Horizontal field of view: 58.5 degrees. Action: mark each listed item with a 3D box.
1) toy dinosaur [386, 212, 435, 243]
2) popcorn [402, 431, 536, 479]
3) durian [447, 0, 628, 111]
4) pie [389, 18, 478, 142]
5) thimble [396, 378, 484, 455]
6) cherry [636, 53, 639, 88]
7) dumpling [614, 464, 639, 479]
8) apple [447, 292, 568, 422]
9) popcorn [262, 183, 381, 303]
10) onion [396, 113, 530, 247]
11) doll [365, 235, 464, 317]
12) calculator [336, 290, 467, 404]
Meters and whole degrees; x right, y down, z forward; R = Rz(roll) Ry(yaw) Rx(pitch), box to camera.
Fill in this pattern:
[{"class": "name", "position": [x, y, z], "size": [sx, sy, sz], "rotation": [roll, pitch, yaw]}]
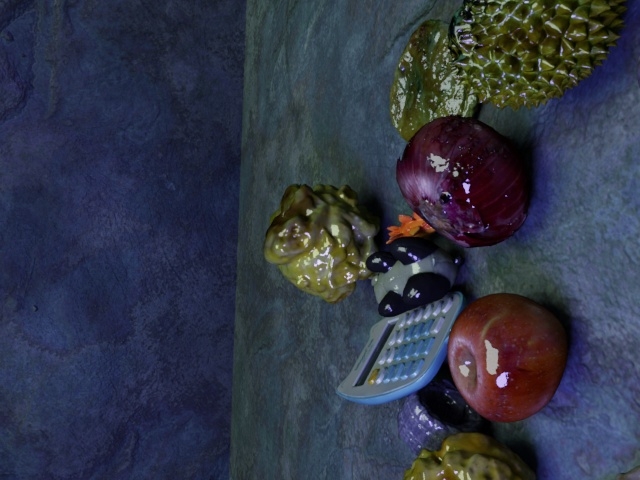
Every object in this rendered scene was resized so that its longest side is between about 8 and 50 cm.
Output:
[{"class": "toy dinosaur", "position": [0.199, -0.018, 1.217], "size": [0.288, 0.117, 0.070], "rotation": [-49, 45, 52]}, {"class": "popcorn", "position": [0.251, 0.466, 0.964], "size": [0.252, 0.215, 0.286], "rotation": [28, 126, 23]}, {"class": "durian", "position": [0.318, -0.325, 0.849], "size": [0.291, 0.224, 0.291], "rotation": [-60, 1, 1]}, {"class": "pie", "position": [0.231, -0.318, 1.207], "size": [0.277, 0.078, 0.277], "rotation": [180, 90, -68]}, {"class": "thimble", "position": [0.229, 0.344, 1.094], "size": [0.150, 0.150, 0.098], "rotation": [-121, 43, -51]}, {"class": "cherry", "position": [0.447, -0.190, 0.626], "size": [0.176, 0.140, 0.176], "rotation": [47, 151, 36]}, {"class": "dumpling", "position": [0.434, 0.293, 0.649], "size": [0.332, 0.086, 0.166], "rotation": [-32, 49, 48]}, {"class": "apple", "position": [0.304, 0.185, 0.923], "size": [0.201, 0.162, 0.201], "rotation": [172, 90, -74]}, {"class": "popcorn", "position": [0.016, -0.001, 1.461], "size": [0.312, 0.312, 0.312], "rotation": [-179, 90, -67]}, {"class": "onion", "position": [0.260, -0.110, 0.999], "size": [0.252, 0.219, 0.252], "rotation": [47, 159, 23]}, {"class": "doll", "position": [0.183, 0.082, 1.196], "size": [0.234, 0.135, 0.144], "rotation": [-35, 58, 52]}, {"class": "calculator", "position": [0.171, 0.228, 1.194], "size": [0.256, 0.054, 0.386], "rotation": [-56, 6, -30]}]
